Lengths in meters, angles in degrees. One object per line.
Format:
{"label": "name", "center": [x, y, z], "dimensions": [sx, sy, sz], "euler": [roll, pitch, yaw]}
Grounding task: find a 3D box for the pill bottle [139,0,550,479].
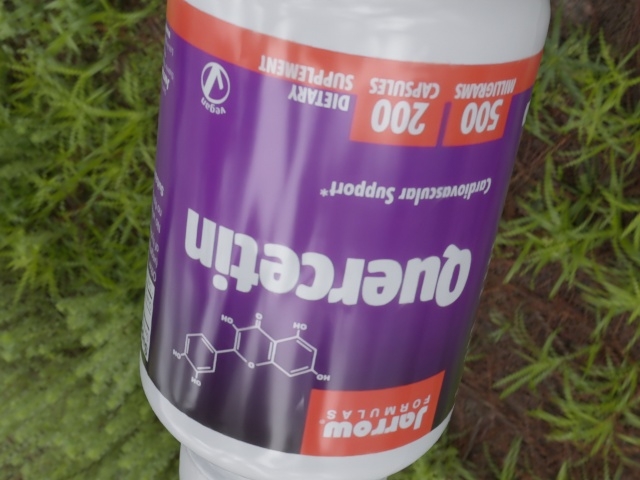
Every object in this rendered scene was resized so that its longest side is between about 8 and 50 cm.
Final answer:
{"label": "pill bottle", "center": [0.000, 0.000, 0.533], "dimensions": [0.181, 0.181, 0.323], "euler": [20, 118, 22]}
